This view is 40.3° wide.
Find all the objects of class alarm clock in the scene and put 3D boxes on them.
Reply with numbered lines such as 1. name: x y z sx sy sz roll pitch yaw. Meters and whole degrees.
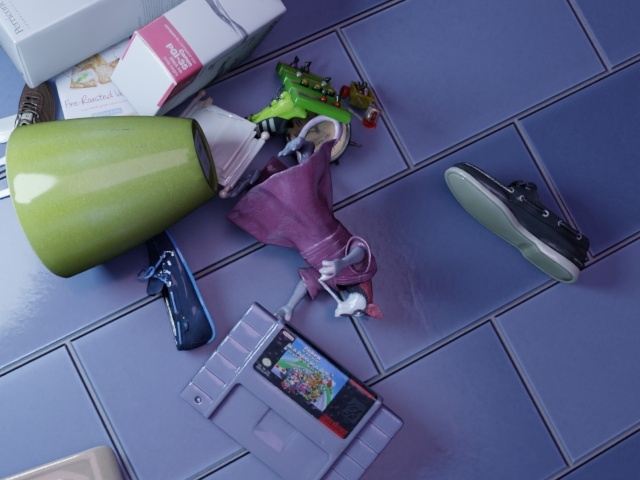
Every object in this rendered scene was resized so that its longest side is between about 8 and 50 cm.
1. alarm clock: -0.019 -0.225 1.710 0.129 0.064 0.192 -39 94 -7

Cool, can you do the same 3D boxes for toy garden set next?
1. toy garden set: 0.032 -0.280 1.650 0.203 0.244 0.049 18 111 -19

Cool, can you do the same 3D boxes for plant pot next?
1. plant pot: -0.336 -0.104 1.498 0.293 0.275 0.275 -15 83 6

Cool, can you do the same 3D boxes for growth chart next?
1. growth chart: -0.207 -0.180 1.620 0.237 0.021 0.172 34 78 36

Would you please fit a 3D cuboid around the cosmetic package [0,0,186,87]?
1. cosmetic package: -0.423 -0.462 1.577 0.365 0.155 0.197 -34 77 -19

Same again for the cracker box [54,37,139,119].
1. cracker box: -0.419 -0.292 1.661 0.155 0.067 0.232 -15 82 -11

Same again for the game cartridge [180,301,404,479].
1. game cartridge: -0.049 0.303 1.595 0.355 0.068 0.230 38 97 -1

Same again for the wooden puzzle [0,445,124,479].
1. wooden puzzle: -0.484 0.559 1.503 0.347 0.080 0.322 -17 84 -16

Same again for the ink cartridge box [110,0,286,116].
1. ink cartridge box: -0.223 -0.360 1.598 0.283 0.207 0.117 -41 95 -28

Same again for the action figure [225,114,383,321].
1. action figure: 0.000 0.000 1.630 0.370 0.248 0.276 50 50 -15

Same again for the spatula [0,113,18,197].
1. spatula: -0.626 -0.135 1.626 0.242 0.019 0.168 -19 85 -12

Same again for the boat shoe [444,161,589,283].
1. boat shoe: 0.399 -0.060 1.723 0.340 0.127 0.113 38 76 -3

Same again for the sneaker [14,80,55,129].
1. sneaker: -0.532 -0.224 1.618 0.066 0.071 0.189 3 75 -10

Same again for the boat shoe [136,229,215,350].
1. boat shoe: -0.279 0.080 1.599 0.089 0.109 0.258 -25 83 -16

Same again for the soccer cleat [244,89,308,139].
1. soccer cleat: -0.098 -0.219 1.661 0.072 0.179 0.060 41 45 -23
